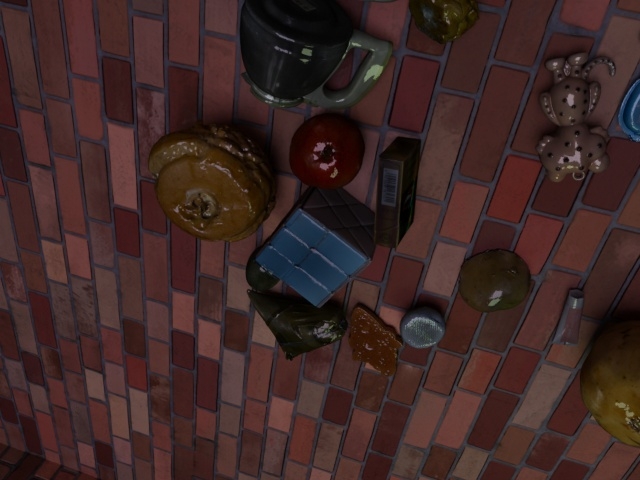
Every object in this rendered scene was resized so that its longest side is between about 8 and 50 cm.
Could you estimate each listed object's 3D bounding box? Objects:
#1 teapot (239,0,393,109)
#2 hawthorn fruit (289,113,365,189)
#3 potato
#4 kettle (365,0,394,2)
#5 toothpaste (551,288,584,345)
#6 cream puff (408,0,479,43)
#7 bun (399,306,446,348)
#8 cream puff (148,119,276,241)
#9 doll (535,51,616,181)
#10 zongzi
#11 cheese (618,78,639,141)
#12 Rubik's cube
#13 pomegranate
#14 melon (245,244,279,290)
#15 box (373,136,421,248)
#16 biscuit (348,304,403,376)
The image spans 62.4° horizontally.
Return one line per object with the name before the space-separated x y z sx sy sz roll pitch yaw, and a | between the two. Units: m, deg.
teapot | -0.039 -0.432 1.212 0.239 0.322 0.239 61 147 25
hawthorn fruit | 0.015 -0.214 1.281 0.197 0.225 0.196 0 101 1
potato | 0.464 0.134 1.420 0.202 0.117 0.182 -26 113 28
kettle | 0.115 -0.638 1.012 0.265 0.205 0.318 17 121 10
toothpaste | 0.685 0.219 1.447 0.067 0.043 0.194 3 127 13
cream puff | 0.265 -0.493 1.107 0.116 0.146 0.146 -38 108 -9
bun | 0.300 0.249 1.559 0.141 0.083 0.140 3 124 4
cream puff | -0.276 -0.162 1.400 0.343 0.231 0.327 39 129 -15
doll | 0.556 -0.266 1.158 0.154 0.119 0.278 0 110 16
zongzi | -0.070 0.218 1.633 0.251 0.125 0.274 -27 103 30
cheese | 0.700 -0.330 1.112 0.106 0.037 0.256 4 120 14
Rubik's cube | 0.000 0.000 1.416 0.231 0.221 0.224 38 123 -7
pomegranate | 0.833 0.358 1.326 0.333 0.332 0.332 8 122 13
melon | -0.164 0.078 1.579 0.114 0.114 0.167 28 124 -1
box | 0.193 -0.121 1.324 0.071 0.159 0.240 12 124 19
biscuit | 0.165 0.316 1.664 0.183 0.043 0.280 -18 108 22
